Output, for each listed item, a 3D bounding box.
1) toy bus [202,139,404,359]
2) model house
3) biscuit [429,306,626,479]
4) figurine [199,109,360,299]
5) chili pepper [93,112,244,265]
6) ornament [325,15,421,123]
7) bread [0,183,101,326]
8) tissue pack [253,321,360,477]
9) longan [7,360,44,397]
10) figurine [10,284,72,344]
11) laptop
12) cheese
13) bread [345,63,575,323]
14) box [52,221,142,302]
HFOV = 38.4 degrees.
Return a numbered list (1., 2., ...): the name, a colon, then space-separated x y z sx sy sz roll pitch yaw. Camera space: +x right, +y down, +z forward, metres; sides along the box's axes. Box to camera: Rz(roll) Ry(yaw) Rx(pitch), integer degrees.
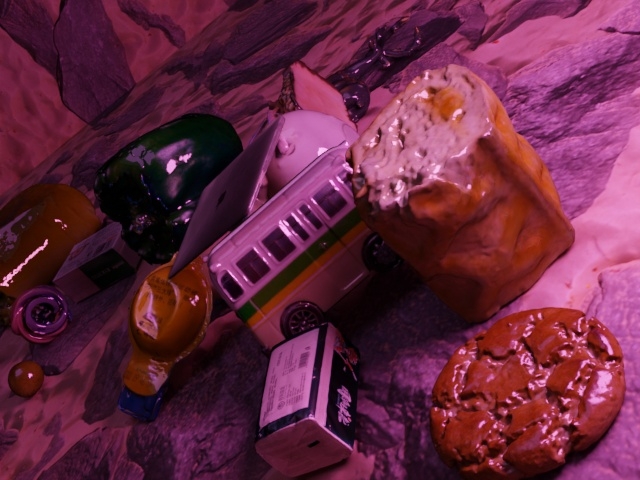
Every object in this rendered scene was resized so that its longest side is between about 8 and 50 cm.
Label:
1. toy bus: 0.000 0.000 1.253 0.305 0.179 0.143 -40 5 2
2. model house: -0.047 -0.200 1.673 0.172 0.166 0.182 -43 32 28
3. biscuit: 0.202 0.151 0.932 0.226 0.042 0.226 -31 28 18
4. figurine: -0.078 -0.018 1.474 0.394 0.227 0.274 -39 53 19
5. chili pepper: -0.250 -0.096 1.649 0.257 0.248 0.233 -35 29 -33
6. ornament: 0.110 -0.345 1.807 0.236 0.080 0.202 -39 26 2
7. bread: -0.732 0.014 2.281 0.251 0.208 0.376 5 47 51
8. tissue pack: -0.014 0.191 1.111 0.103 0.090 0.170 -28 26 24
9. longan: -0.577 0.276 1.797 0.075 0.075 0.083 -100 21 -61
10. figurine: -0.600 0.170 1.960 0.157 0.126 0.114 -46 54 57
11. laptop: -0.144 -0.060 1.383 0.269 0.015 0.187 -35 30 49
12. cheese: -0.253 0.148 1.453 0.177 0.069 0.270 11 78 35
13. bread: 0.166 -0.050 1.077 0.196 0.252 0.238 -26 34 20
14. box: -0.475 0.037 2.010 0.199 0.081 0.135 -24 29 28
